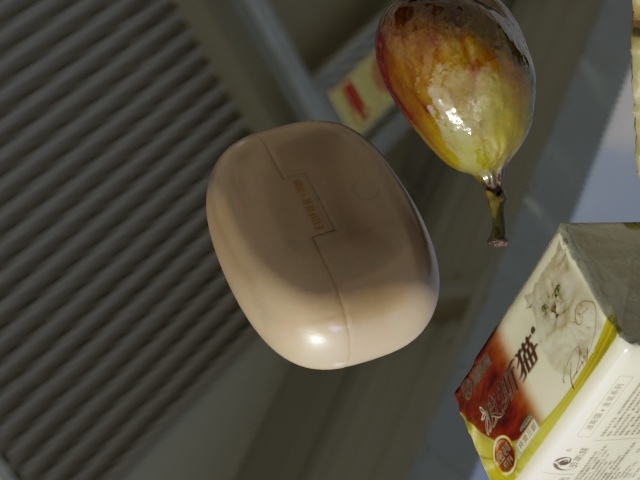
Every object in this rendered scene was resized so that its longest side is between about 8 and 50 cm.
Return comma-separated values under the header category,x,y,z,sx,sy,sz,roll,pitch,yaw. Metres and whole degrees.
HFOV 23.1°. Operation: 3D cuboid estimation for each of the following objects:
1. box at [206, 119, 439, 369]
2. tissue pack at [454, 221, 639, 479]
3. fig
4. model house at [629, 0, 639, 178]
category,x,y,z,sx,sy,sz,roll,pitch,yaw
box,0.000,0.000,1.112,0.146,0.088,0.200,-17,-128,-14
tissue pack,0.159,0.069,0.884,0.106,0.149,0.099,1,-133,-28
fig,0.153,-0.128,1.581,0.145,0.274,0.170,-16,-177,21
model house,0.391,-0.180,1.160,0.280,0.312,0.245,6,-149,24
